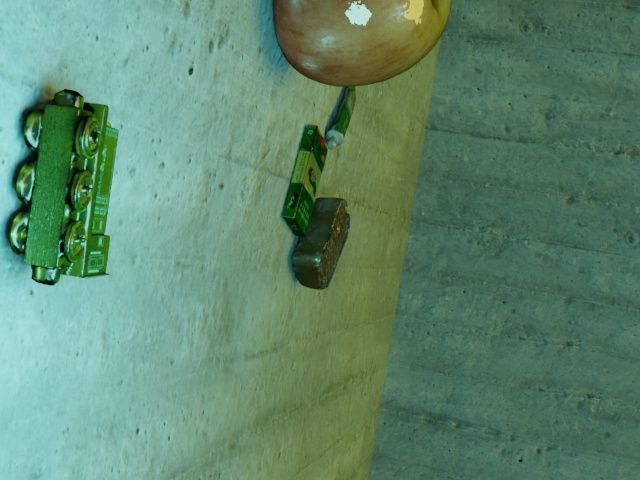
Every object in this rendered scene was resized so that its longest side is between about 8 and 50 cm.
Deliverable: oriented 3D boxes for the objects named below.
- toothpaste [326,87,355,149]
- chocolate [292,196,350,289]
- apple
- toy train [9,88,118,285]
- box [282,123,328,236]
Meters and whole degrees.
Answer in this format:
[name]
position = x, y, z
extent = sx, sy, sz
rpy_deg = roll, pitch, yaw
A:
[toothpaste]
position = 0.059, -0.325, 2.223
extent = 0.078, 0.046, 0.248
rpy_deg = 86, 18, -47
[chocolate]
position = 0.000, 0.000, 2.109
extent = 0.148, 0.093, 0.214
rpy_deg = 79, 26, -55
[apple]
position = 0.087, -0.484, 1.689
extent = 0.364, 0.363, 0.364
rpy_deg = 9, 90, -75
[toy train]
position = -0.295, -0.061, 1.015
extent = 0.137, 0.090, 0.226
rpy_deg = -2, 101, -82
[box]
position = -0.034, -0.139, 2.010
extent = 0.132, 0.034, 0.235
rpy_deg = 60, 41, -67
